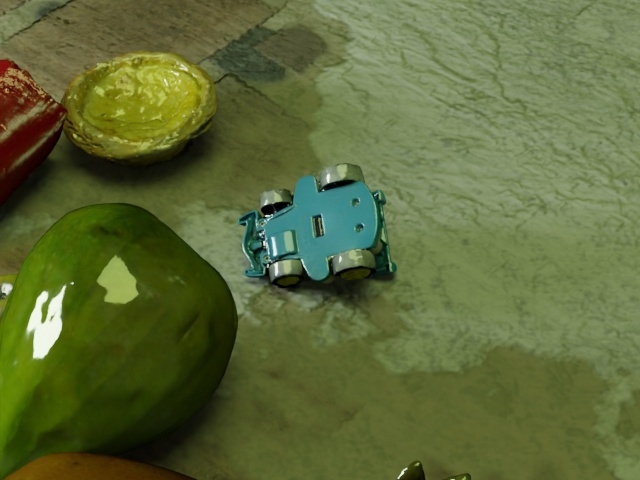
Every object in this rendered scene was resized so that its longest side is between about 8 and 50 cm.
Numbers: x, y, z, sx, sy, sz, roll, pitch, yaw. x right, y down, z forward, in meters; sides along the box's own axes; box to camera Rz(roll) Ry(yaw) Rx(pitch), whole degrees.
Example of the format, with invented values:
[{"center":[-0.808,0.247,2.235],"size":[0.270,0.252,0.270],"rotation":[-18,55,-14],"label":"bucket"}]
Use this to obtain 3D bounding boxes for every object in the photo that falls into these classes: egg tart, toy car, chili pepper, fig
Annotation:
[{"center":[-0.213,-0.146,2.041],"size":[0.191,0.074,0.191],"rotation":[2,45,-2],"label":"egg tart"},{"center":[0.000,0.000,1.917],"size":[0.161,0.098,0.126],"rotation":[-17,66,19],"label":"toy car"},{"center":[-0.423,-0.060,1.897],"size":[0.134,0.131,0.338],"rotation":[41,47,1],"label":"chili pepper"},{"center":[-0.206,0.121,1.719],"size":[0.233,0.314,0.233],"rotation":[15,1,0],"label":"fig"}]

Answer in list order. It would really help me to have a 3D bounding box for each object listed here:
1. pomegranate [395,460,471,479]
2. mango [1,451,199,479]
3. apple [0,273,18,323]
[{"center":[0.093,0.287,1.473],"size":[0.231,0.286,0.231],"rotation":[18,34,-13],"label":"pomegranate"},{"center":[-0.172,0.286,1.549],"size":[0.287,0.152,0.201],"rotation":[19,37,11],"label":"mango"},{"center":[-0.317,0.079,1.805],"size":[0.089,0.074,0.089],"rotation":[-12,48,13],"label":"apple"}]
